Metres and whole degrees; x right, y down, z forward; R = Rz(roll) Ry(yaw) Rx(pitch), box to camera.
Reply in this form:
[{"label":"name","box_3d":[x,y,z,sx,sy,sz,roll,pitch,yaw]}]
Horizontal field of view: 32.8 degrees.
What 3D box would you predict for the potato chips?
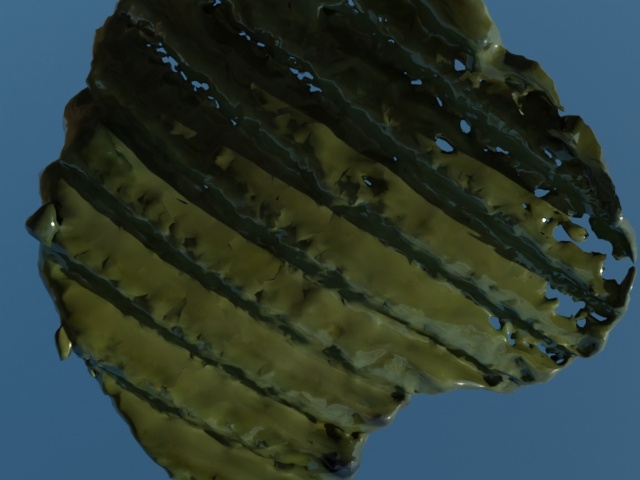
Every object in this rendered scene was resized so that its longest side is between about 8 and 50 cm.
[{"label":"potato chips","box_3d":[-0.003,-0.007,0.723,0.373,0.389,0.097,-28,-164,13]}]
